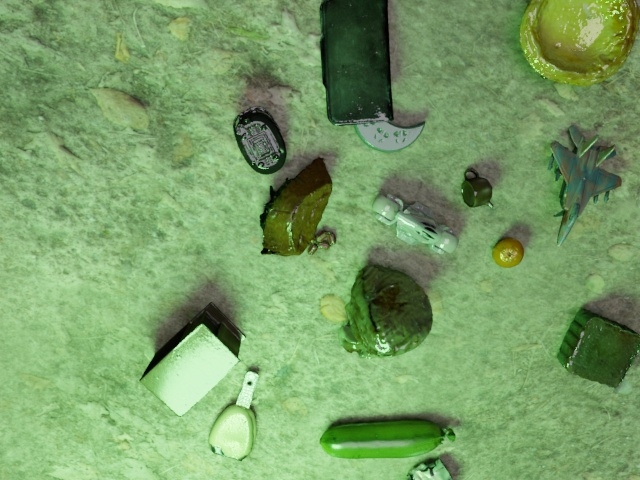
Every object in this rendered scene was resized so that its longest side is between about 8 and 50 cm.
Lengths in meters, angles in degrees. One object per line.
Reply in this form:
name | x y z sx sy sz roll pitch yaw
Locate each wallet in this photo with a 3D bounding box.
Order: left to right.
wallet | 0.087 -0.438 1.355 0.172 0.045 0.318 -4 90 4

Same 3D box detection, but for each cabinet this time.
cabinet | -0.315 0.302 1.431 0.215 0.175 0.148 -43 100 4

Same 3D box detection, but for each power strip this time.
power strip | 0.148 -0.304 1.413 0.216 0.044 0.137 33 98 -9

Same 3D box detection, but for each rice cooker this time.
rice cooker | -0.147 -0.242 1.376 0.112 0.106 0.165 -27 112 5

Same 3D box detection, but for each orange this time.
orange | 0.500 0.033 1.487 0.083 0.070 0.083 0 100 1

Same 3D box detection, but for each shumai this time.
shumai | 0.160 0.210 1.446 0.189 0.256 0.218 9 135 -18

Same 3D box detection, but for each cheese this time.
cheese | -0.219 0.475 1.532 0.127 0.054 0.252 18 98 -7

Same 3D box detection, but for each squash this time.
squash | 0.186 0.553 1.552 0.378 0.101 0.102 -4 101 -5

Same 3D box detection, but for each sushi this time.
sushi | -0.075 -0.082 1.398 0.149 0.140 0.287 14 100 -41

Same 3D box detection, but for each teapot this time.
teapot | 0.410 -0.135 1.452 0.068 0.076 0.121 -15 72 -11

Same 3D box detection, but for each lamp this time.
lamp | 0.000 0.000 1.469 0.083 0.031 0.063 -14 103 -5

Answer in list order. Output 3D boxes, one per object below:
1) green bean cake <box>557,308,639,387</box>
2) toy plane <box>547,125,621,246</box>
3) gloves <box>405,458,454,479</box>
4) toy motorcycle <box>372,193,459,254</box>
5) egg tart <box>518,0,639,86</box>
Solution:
green bean cake | 0.762 0.294 1.542 0.181 0.094 0.173 20 99 -8
toy plane | 0.654 -0.129 1.437 0.222 0.104 0.327 27 82 -8
gloves | 0.278 0.720 1.587 0.212 0.111 0.128 -33 125 0
toy motorcycle | 0.248 -0.039 1.437 0.254 0.112 0.113 28 98 -10
egg tart | 0.621 -0.517 1.367 0.293 0.123 0.294 -1 104 -2
